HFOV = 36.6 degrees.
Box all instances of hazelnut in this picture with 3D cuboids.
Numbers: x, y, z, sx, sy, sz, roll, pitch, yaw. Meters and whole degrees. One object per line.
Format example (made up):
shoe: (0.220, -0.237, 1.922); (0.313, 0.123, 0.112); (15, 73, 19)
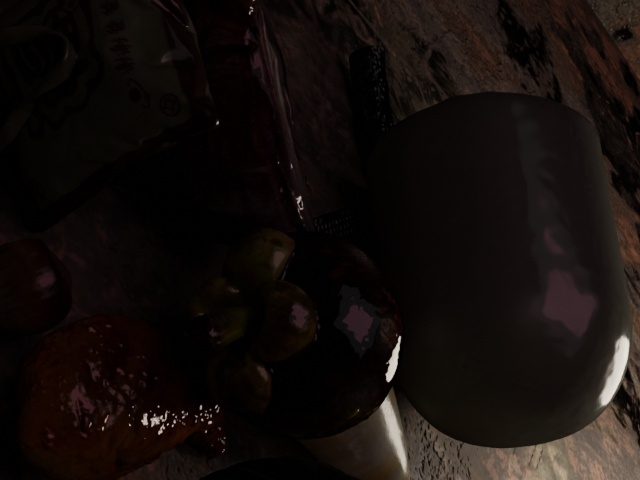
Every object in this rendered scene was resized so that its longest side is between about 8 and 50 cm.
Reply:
hazelnut: (-0.244, 0.038, 0.790); (0.086, 0.086, 0.086); (33, 44, -39)

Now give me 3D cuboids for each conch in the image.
conch: (0.019, 0.197, 1.033); (0.158, 0.127, 0.255); (-143, -145, -68)

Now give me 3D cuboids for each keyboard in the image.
keyboard: (0.000, 0.000, 1.210); (0.204, 0.013, 0.061); (-19, 84, -57)

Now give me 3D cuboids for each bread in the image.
bread: (-0.157, 0.131, 0.833); (0.269, 0.095, 0.139); (6, 72, -58)

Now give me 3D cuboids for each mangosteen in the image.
mangosteen: (-0.031, 0.080, 0.864); (0.217, 0.192, 0.192); (19, 54, -58)

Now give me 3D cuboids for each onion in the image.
onion: (-0.111, -0.145, 0.944); (0.348, 0.159, 0.267); (75, 2, -50)

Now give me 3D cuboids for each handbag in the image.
handbag: (-0.193, -0.144, 0.831); (0.127, 0.235, 0.213); (-1, 69, -54)

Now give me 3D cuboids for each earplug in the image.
earplug: (0.225, 0.059, 1.228); (0.313, 0.313, 0.394); (26, 52, -44)

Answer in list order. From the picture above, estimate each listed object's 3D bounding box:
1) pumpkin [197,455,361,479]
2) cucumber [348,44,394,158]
pumpkin: (-0.034, 0.299, 0.810); (0.250, 0.216, 0.250); (30, 17, -10)
cucumber: (0.081, -0.180, 1.406); (0.052, 0.058, 0.214); (24, 53, -53)
